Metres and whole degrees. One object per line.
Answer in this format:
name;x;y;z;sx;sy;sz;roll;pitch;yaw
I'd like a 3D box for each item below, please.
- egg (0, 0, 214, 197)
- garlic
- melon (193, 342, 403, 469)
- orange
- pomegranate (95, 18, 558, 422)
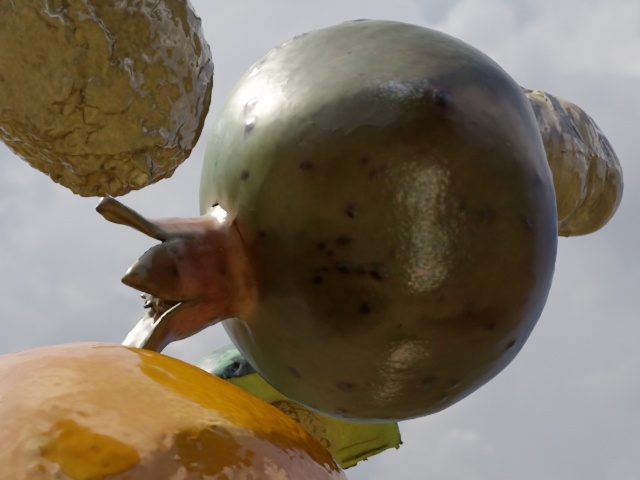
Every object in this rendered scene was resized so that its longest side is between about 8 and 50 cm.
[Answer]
egg;-0.110;-0.083;0.662;0.140;0.116;0.118;53;-44;5
garlic;0.200;-0.084;1.537;0.228;0.152;0.228;14;-2;0
melon;-0.070;0.157;1.452;0.265;0.129;0.169;-19;-57;-14
orange;-0.117;0.205;0.768;0.312;0.312;0.312;4;-32;3
pomegranate;0.002;-0.003;1.054;0.323;0.290;0.291;-15;-33;-2
